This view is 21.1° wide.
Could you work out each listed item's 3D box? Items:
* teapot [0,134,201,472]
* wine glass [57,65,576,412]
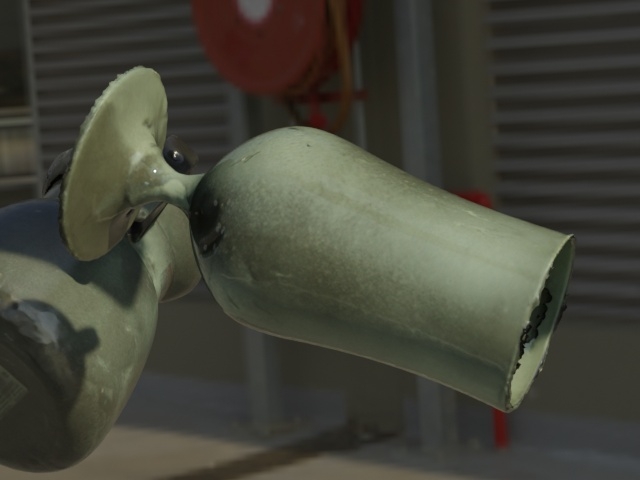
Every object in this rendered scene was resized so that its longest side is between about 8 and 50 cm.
[{"bbox_3d":[-0.223,0.013,1.508,0.223,0.305,0.285,22,46,17],"label":"teapot"},{"bbox_3d":[0.000,0.000,0.809,0.231,0.103,0.103,20,13,18],"label":"wine glass"}]
